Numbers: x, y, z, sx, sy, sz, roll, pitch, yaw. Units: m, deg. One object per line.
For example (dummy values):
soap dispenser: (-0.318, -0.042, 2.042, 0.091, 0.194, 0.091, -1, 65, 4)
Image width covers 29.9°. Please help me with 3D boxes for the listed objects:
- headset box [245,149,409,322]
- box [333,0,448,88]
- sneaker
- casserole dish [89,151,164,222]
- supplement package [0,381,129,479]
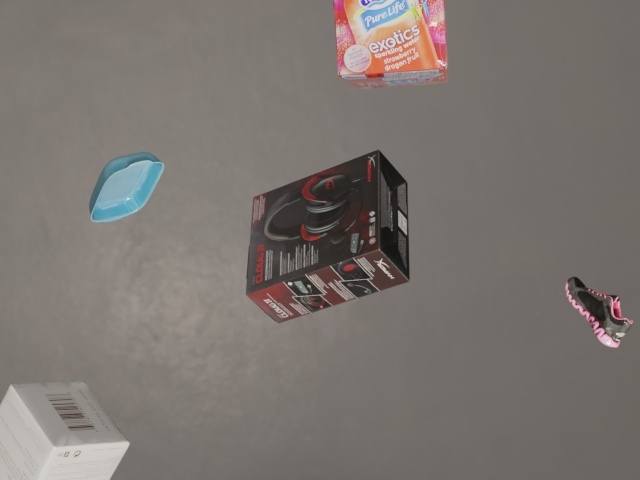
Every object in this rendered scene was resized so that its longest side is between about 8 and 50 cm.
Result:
headset box: (0.000, 0.000, 2.054, 0.293, 0.218, 0.110, -19, 138, 26)
box: (0.090, -0.255, 1.461, 0.128, 0.123, 0.257, -3, -176, 7)
sneaker: (0.383, 0.088, 1.639, 0.047, 0.119, 0.057, 7, 130, -46)
casserole dish: (-0.340, -0.095, 2.067, 0.114, 0.037, 0.188, -17, 158, -34)
supplement package: (-0.307, 0.255, 1.302, 0.105, 0.105, 0.179, 6, 122, -50)
